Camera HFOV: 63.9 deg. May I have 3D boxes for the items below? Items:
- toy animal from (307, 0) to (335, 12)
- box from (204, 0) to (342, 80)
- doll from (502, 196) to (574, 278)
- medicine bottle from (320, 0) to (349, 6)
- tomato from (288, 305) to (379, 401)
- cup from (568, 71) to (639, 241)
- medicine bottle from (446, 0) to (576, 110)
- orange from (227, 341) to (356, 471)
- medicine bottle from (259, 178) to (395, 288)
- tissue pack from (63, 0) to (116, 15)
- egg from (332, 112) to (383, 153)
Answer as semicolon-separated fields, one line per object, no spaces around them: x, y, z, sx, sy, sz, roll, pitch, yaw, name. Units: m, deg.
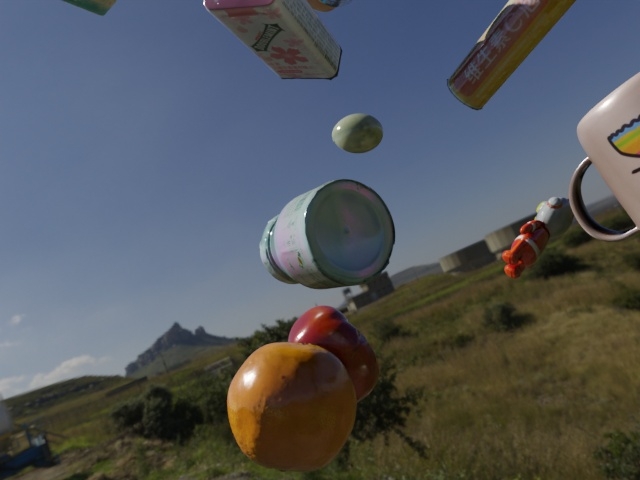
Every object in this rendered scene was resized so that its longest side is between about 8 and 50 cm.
-0.040;-0.799;1.474;0.269;0.237;0.326;-5;-16;42;toy animal
-0.095;-0.508;1.234;0.190;0.113;0.369;9;-3;22;box
0.504;-0.022;1.164;0.245;0.076;0.142;-46;-41;-13;doll
0.042;-0.489;0.913;0.106;0.107;0.191;-22;16;-4;medicine bottle
0.024;0.345;1.496;0.226;0.299;0.298;-39;-6;-11;tomato
0.460;-0.112;0.712;0.191;0.201;0.253;-20;-18;-45;cup
0.385;-0.413;0.883;0.108;0.108;0.426;-15;-27;-39;medicine bottle
-0.066;0.386;1.208;0.311;0.312;0.312;-22;-9;-4;orange
0.000;0.000;1.247;0.244;0.245;0.290;-17;0;-31;medicine bottle
-0.600;-0.761;1.383;0.271;0.124;0.201;-37;0;20;tissue pack
0.107;-0.309;1.484;0.152;0.114;0.114;-2;-2;20;egg
